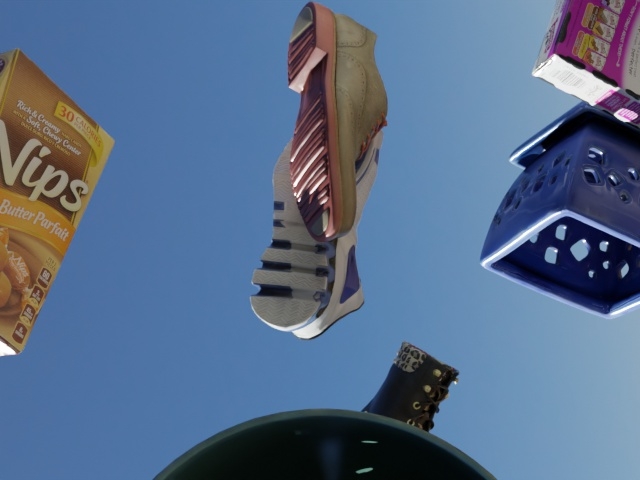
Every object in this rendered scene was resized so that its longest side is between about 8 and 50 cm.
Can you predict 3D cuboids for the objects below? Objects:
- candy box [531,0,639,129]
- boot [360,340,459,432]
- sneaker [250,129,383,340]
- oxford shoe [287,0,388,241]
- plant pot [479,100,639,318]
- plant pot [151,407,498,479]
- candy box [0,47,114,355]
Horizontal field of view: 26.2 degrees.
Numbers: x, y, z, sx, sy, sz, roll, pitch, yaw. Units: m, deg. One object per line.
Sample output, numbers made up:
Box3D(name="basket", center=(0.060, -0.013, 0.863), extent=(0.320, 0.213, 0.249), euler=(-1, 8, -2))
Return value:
Box3D(name="candy box", center=(0.407, -0.238, 1.773), extent=(0.159, 0.233, 0.071), euler=(-68, 10, -23))
Box3D(name="boot", center=(0.130, 0.244, 1.788), extent=(0.085, 0.178, 0.236), euler=(31, 180, -36))
Box3D(name="sneaker", center=(0.000, 0.001, 1.882), extent=(0.182, 0.127, 0.315), euler=(62, -137, -63))
Box3D(name="oxford shoe", center=(0.037, -0.154, 1.781), extent=(0.130, 0.123, 0.348), euler=(11, -118, -24))
Box3D(name="plant pot", center=(0.383, -0.051, 1.893), extent=(0.236, 0.236, 0.212), euler=(-39, 33, 59))
Box3D(name="plant pot", center=(0.014, 0.258, 0.899), extent=(0.235, 0.293, 0.293), euler=(50, -150, -81))
Box3D(name="candy box", center=(-0.376, -0.044, 1.601), extent=(0.183, 0.087, 0.316), euler=(47, -131, -38))
